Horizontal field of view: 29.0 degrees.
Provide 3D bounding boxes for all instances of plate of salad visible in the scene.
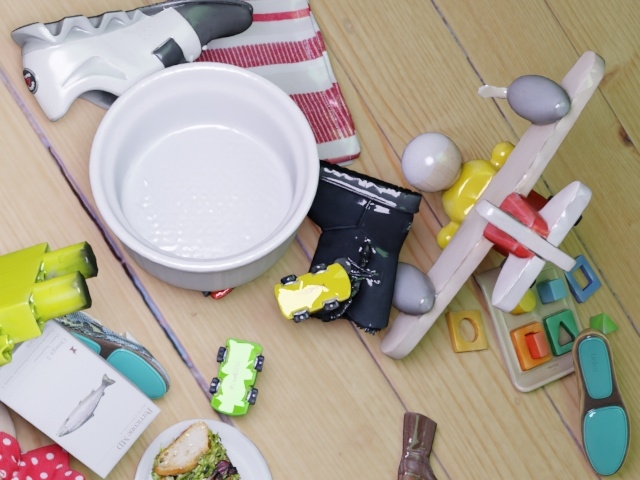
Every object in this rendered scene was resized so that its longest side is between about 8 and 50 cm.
[{"bbox_3d":[-0.136,0.318,1.530,0.199,0.048,0.200,13,66,-31],"label":"plate of salad"}]

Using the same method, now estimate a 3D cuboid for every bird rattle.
[{"bbox_3d":[-0.392,0.225,1.346,0.253,0.143,0.207,-5,60,-38],"label":"bird rattle"}]

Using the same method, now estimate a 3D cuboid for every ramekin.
[{"bbox_3d":[-0.143,-0.070,1.552,0.277,0.135,0.277,1,68,-3],"label":"ramekin"}]

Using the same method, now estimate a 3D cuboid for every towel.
[{"bbox_3d":[-0.082,-0.251,1.780,0.237,0.037,0.329,-14,82,-36],"label":"towel"}]

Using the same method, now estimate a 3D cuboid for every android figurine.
[{"bbox_3d":[-0.377,0.078,1.340,0.272,0.248,0.056,-19,113,1],"label":"android figurine"}]

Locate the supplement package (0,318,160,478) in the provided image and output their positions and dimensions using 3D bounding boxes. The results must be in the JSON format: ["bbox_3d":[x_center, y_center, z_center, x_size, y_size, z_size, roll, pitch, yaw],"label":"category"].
[{"bbox_3d":[-0.290,0.167,1.410,0.179,0.105,0.105,43,79,-23],"label":"supplement package"}]

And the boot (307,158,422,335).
[{"bbox_3d":[0.000,0.000,1.682,0.246,0.094,0.207,20,99,13],"label":"boot"}]

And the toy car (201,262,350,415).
[{"bbox_3d":[-0.095,0.116,1.606,0.239,0.053,0.225,14,79,0],"label":"toy car"}]

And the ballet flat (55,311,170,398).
[{"bbox_3d":[-0.261,0.126,1.509,0.188,0.070,0.070,33,57,-25],"label":"ballet flat"}]

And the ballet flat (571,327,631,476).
[{"bbox_3d":[0.436,0.246,1.922,0.073,0.080,0.232,-48,132,-79],"label":"ballet flat"}]

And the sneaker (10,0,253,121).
[{"bbox_3d":[-0.230,-0.233,1.628,0.330,0.122,0.146,-17,95,-26],"label":"sneaker"}]

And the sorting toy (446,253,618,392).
[{"bbox_3d":[0.343,0.120,1.928,0.347,0.047,0.196,-17,83,-37],"label":"sorting toy"}]

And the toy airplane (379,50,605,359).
[{"bbox_3d":[0.226,-0.050,1.713,0.272,0.384,0.386,36,53,3],"label":"toy airplane"}]

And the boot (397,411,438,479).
[{"bbox_3d":[0.157,0.302,1.746,0.106,0.037,0.114,26,56,-27],"label":"boot"}]
